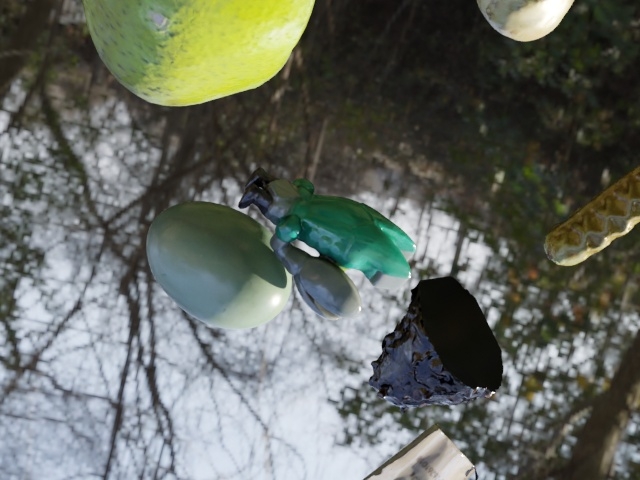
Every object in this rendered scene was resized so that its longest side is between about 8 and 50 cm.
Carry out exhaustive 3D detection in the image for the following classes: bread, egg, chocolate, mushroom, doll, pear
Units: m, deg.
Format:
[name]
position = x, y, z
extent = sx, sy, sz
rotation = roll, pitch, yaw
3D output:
[bread]
position = 0.492, -0.080, 1.623
extent = 0.077, 0.368, 0.084
rotation = 54, -158, 6
[egg]
position = -0.149, 0.034, 1.567
extent = 0.231, 0.168, 0.168
rotation = 33, -172, 9
[chocolate]
position = 0.115, 0.138, 1.245
extent = 0.133, 0.156, 0.156
rotation = -34, 155, 31
[mushroom]
position = 0.266, -0.325, 1.372
extent = 0.148, 0.148, 0.112
rotation = 9, -153, -45
[doll]
position = 0.011, -0.011, 1.551
extent = 0.258, 0.153, 0.195
rotation = 48, -131, 7
[pear]
position = -0.135, -0.281, 1.070
extent = 0.239, 0.318, 0.342
rotation = 4, -135, -16

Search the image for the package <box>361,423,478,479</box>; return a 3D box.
[package]
position = 0.055, 0.263, 0.977
extent = 0.062, 0.204, 0.251
rotation = 49, 178, 25
